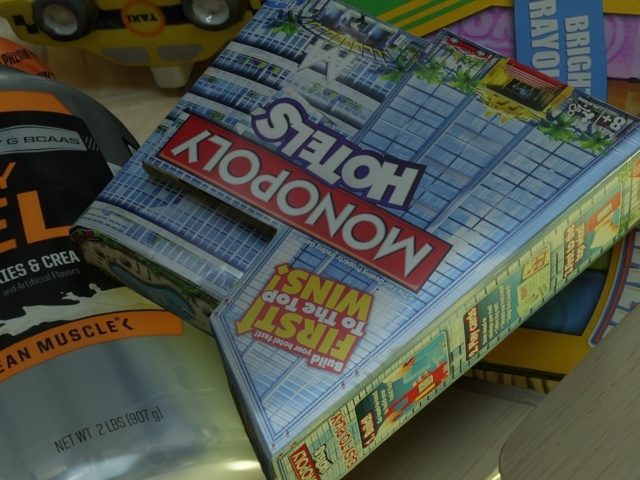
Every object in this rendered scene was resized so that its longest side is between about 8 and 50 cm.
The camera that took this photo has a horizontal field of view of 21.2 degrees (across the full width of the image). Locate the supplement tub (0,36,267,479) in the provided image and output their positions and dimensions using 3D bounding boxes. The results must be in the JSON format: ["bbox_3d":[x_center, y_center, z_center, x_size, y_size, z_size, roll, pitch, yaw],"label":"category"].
[{"bbox_3d":[-0.138,0.054,0.800,0.193,0.194,0.316,-22,50,-15],"label":"supplement tub"}]

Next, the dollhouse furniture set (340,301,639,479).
[{"bbox_3d":[0.124,0.208,0.554,0.256,0.362,0.394,-40,30,-29],"label":"dollhouse furniture set"}]

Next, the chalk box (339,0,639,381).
[{"bbox_3d":[0.153,-0.018,0.785,0.289,0.180,0.179,7,86,22],"label":"chalk box"}]

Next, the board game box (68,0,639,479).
[{"bbox_3d":[0.000,0.000,0.670,0.194,0.060,0.194,28,64,23],"label":"board game box"}]

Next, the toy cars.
[{"bbox_3d":[-0.181,-0.095,1.010,0.393,0.087,0.176,-29,41,-15],"label":"toy cars"}]
